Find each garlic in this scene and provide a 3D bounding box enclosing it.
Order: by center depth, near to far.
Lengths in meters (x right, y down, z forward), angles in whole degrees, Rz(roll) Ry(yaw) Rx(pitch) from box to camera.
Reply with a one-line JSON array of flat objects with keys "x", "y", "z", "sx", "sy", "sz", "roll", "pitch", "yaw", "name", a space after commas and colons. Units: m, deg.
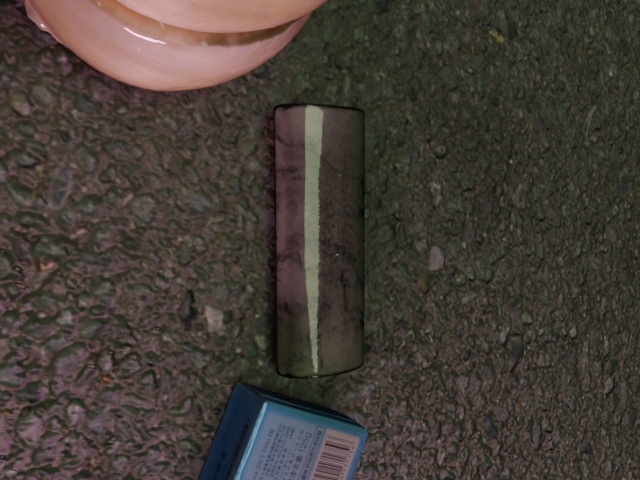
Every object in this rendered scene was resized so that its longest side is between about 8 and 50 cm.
[{"x": -0.102, "y": -0.243, "z": 0.458, "sx": 0.313, "sy": 0.286, "sz": 0.249, "roll": 15, "pitch": 53, "yaw": -39, "name": "garlic"}]

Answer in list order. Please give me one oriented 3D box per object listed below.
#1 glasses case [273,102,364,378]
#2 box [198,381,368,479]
[{"x": 0.000, "y": 0.000, "z": 0.653, "sx": 0.114, "sy": 0.060, "sz": 0.299, "roll": -3, "pitch": 95, "yaw": -33, "name": "glasses case"}, {"x": -0.059, "y": 0.289, "z": 0.628, "sx": 0.142, "sy": 0.083, "sz": 0.232, "roll": 25, "pitch": 82, "yaw": -30, "name": "box"}]
